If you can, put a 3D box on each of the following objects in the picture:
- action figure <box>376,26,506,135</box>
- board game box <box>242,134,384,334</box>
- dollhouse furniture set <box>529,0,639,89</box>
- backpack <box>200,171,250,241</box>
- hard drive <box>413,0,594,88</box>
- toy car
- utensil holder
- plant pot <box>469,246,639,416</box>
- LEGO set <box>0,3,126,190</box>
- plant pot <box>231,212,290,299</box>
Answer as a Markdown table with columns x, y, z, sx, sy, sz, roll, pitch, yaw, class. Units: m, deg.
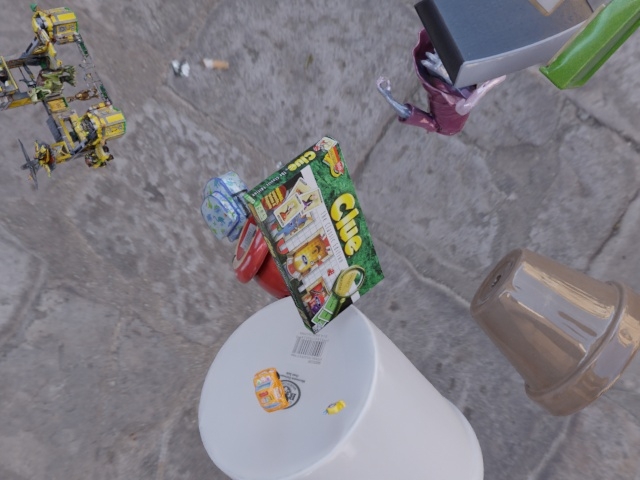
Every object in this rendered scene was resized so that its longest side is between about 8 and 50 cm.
| x | y | z | sx | sy | sz | roll | pitch | yaw | class |
| --- | --- | --- | --- | --- | --- | --- | --- | --- | --- |
| 0.286 | -0.322 | 1.749 | 0.248 | 0.370 | 0.276 | -38 | 66 | -12 | action figure |
| 0.000 | 0.000 | 1.086 | 0.136 | 0.260 | 0.030 | -40 | 46 | -17 | board game box |
| 0.098 | -0.152 | 0.426 | 0.152 | 0.076 | 0.058 | 50 | 122 | 12 | dollhouse furniture set |
| -0.172 | -0.065 | 1.544 | 0.084 | 0.105 | 0.114 | -25 | 77 | -35 | backpack |
| 0.293 | -0.352 | 1.289 | 0.254 | 0.054 | 0.172 | -21 | 78 | -10 | hard drive |
| -0.032 | 0.197 | 1.076 | 0.122 | 0.040 | 0.060 | -3 | 93 | 16 | toy car |
| 0.037 | 0.309 | 1.315 | 0.327 | 0.385 | 0.328 | -19 | 48 | 22 | utensil holder |
| 0.391 | 0.135 | 1.442 | 0.229 | 0.263 | 0.263 | 36 | 85 | -2 | plant pot |
| -0.554 | -0.279 | 1.626 | 0.192 | 0.255 | 0.331 | -26 | 99 | -42 | LEGO set |
| -0.046 | 0.013 | 1.440 | 0.174 | 0.191 | 0.191 | 23 | 83 | -16 | plant pot |
